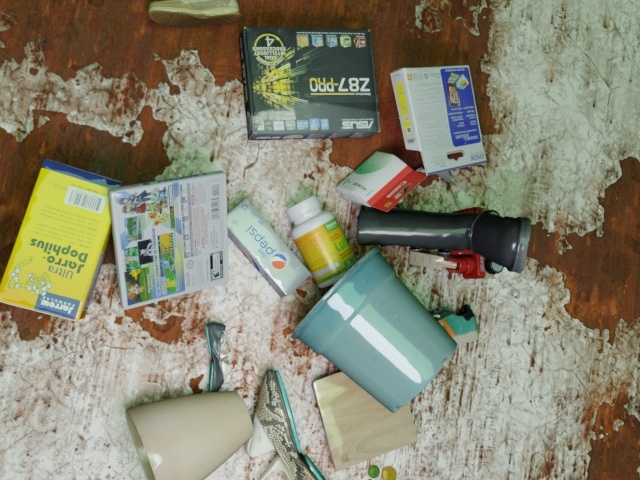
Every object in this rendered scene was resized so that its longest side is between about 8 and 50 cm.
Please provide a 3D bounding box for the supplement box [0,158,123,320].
[{"bbox_3d":[-0.642,0.007,1.597,0.195,0.194,0.357,17,79,-14],"label":"supplement box"}]

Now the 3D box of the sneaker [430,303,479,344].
[{"bbox_3d":[0.337,0.265,1.909,0.302,0.108,0.121,-8,86,-25],"label":"sneaker"}]

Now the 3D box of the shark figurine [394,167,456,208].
[{"bbox_3d":[0.277,-0.157,1.954,0.278,0.166,0.116,-29,119,-34],"label":"shark figurine"}]

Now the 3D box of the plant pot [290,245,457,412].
[{"bbox_3d":[0.158,0.249,1.687,0.334,0.341,0.341,43,74,9],"label":"plant pot"}]

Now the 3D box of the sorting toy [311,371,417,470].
[{"bbox_3d":[0.118,0.486,1.824,0.257,0.089,0.255,-14,88,-17],"label":"sorting toy"}]

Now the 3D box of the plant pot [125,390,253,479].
[{"bbox_3d":[-0.322,0.500,1.627,0.274,0.256,0.256,-18,89,-26],"label":"plant pot"}]

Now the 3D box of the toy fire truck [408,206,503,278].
[{"bbox_3d":[0.411,0.011,1.947,0.246,0.158,0.217,0,84,-27],"label":"toy fire truck"}]

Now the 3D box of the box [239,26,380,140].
[{"bbox_3d":[-0.031,-0.462,1.880,0.395,0.097,0.318,-4,88,-17],"label":"box"}]

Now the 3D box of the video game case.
[{"bbox_3d":[-0.382,-0.002,1.643,0.300,0.036,0.329,-14,121,-30],"label":"video game case"}]

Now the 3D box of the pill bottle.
[{"bbox_3d":[0.000,0.000,1.816,0.136,0.136,0.246,-29,93,-17],"label":"pill bottle"}]

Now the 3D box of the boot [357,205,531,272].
[{"bbox_3d":[0.316,-0.023,1.722,0.445,0.367,0.146,9,94,8],"label":"boot"}]

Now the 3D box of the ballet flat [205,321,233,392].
[{"bbox_3d":[-0.275,0.324,1.736,0.074,0.074,0.203,-2,82,-17],"label":"ballet flat"}]

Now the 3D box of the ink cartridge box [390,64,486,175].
[{"bbox_3d":[0.356,-0.359,1.880,0.303,0.072,0.307,-15,97,-40],"label":"ink cartridge box"}]

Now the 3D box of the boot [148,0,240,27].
[{"bbox_3d":[-0.370,-0.723,1.807,0.262,0.095,0.203,-9,87,-19],"label":"boot"}]

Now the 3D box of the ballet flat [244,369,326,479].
[{"bbox_3d":[-0.096,0.598,1.722,0.182,0.164,0.483,-26,95,-8],"label":"ballet flat"}]

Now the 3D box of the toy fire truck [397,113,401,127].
[{"bbox_3d":[0.311,-0.377,1.949,0.135,0.192,0.047,1,82,12],"label":"toy fire truck"}]

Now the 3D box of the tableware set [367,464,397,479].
[{"bbox_3d":[0.205,0.718,1.861,0.154,0.024,0.104,16,77,-13],"label":"tableware set"}]

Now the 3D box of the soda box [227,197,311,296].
[{"bbox_3d":[-0.161,0.024,1.791,0.098,0.091,0.286,-43,97,-17],"label":"soda box"}]

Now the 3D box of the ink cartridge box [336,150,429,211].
[{"bbox_3d":[0.177,-0.175,1.846,0.181,0.224,0.056,-42,120,-17],"label":"ink cartridge box"}]
